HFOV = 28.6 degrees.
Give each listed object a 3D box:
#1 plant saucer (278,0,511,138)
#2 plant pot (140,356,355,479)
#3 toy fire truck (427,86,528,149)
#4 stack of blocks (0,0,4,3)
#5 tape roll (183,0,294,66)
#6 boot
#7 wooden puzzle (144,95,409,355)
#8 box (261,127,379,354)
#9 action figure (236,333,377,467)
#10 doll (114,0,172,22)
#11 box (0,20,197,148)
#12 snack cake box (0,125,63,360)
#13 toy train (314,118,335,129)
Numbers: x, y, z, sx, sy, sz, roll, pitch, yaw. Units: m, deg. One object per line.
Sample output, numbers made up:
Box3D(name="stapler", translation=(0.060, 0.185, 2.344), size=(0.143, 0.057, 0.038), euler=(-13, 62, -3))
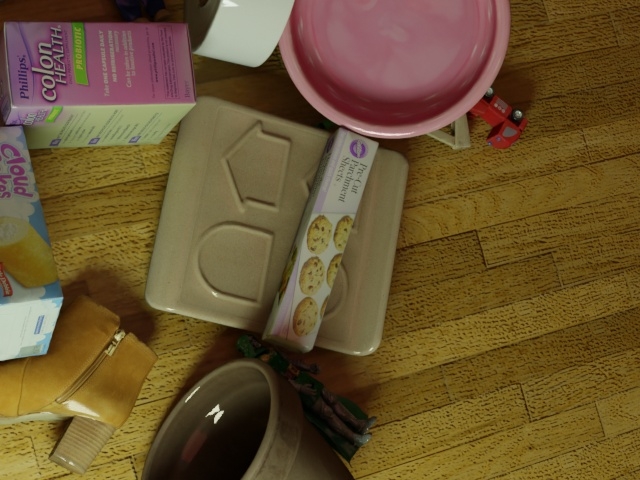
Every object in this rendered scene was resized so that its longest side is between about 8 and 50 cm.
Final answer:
Box3D(name="plant saucer", translation=(0.105, -0.315, 1.791), size=(0.332, 0.084, 0.332), euler=(2, 103, 8))
Box3D(name="plant pot", translation=(-0.073, 0.322, 1.686), size=(0.229, 0.263, 0.263), euler=(38, 68, -29))
Box3D(name="toy fire truck", translation=(0.226, -0.194, 1.996), size=(0.192, 0.047, 0.135), euler=(38, 69, -12))
Box3D(name="stack of blocks", translation=(-0.436, -0.462, 1.769), size=(0.297, 0.087, 0.171), euler=(-42, 96, -23))
Box3D(name="tape roll", translation=(-0.109, -0.392, 1.779), size=(0.100, 0.286, 0.286), euler=(10, 76, -20))
Box3D(name="boot", translation=(-0.379, 0.156, 1.673), size=(0.295, 0.104, 0.211), euler=(34, 63, -15))
Box3D(name="wooden puzzle", translation=(-0.062, -0.017, 1.837), size=(0.347, 0.080, 0.322), euler=(14, 74, -14))
Box3D(name="box", translation=(0.000, 0.000, 1.775), size=(0.067, 0.063, 0.324), euler=(23, 73, -12))
Box3D(name="action figure", translation=(-0.026, 0.212, 1.791), size=(0.232, 0.137, 0.063), euler=(37, 112, -6))
Box3D(name="doll", translation=(-0.283, -0.405, 1.840), size=(0.129, 0.046, 0.189), euler=(-26, 92, -25))
Box3D(name="box", translation=(-0.315, -0.208, 1.697), size=(0.243, 0.213, 0.117), euler=(-5, 81, -21))
Box3D(name="snack cake box", translation=(-0.409, 0.004, 1.607), size=(0.089, 0.152, 0.264), euler=(-7, 61, -24))
Box3D(name="toy train", translation=(0.003, -0.174, 1.918), size=(0.083, 0.023, 0.017), euler=(-32, 92, -23))
